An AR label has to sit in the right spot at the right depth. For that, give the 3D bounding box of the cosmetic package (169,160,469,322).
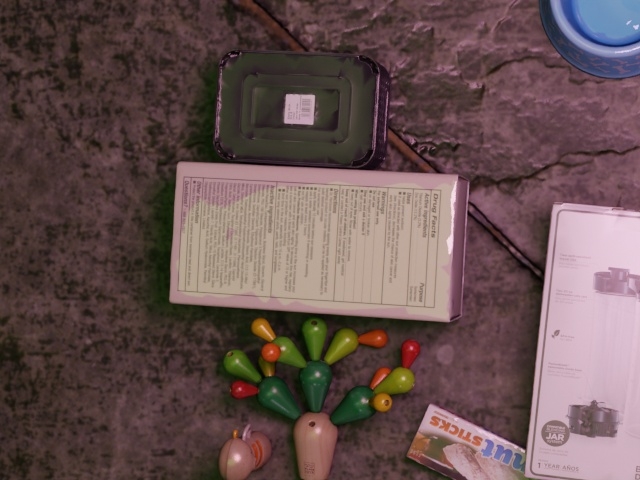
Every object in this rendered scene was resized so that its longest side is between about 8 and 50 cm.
[{"bbox_3d":[0.000,0.000,1.795,0.309,0.113,0.160,4,91,11],"label":"cosmetic package"}]

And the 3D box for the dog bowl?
[{"bbox_3d":[0.362,-0.302,1.742,0.297,0.074,0.166,-41,82,8],"label":"dog bowl"}]

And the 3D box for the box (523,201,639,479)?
[{"bbox_3d":[0.311,0.112,1.730,0.169,0.087,0.290,5,87,10],"label":"box"}]

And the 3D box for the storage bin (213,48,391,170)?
[{"bbox_3d":[-0.019,-0.142,1.815,0.180,0.084,0.122,4,90,13],"label":"storage bin"}]

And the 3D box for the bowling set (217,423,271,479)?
[{"bbox_3d":[-0.040,0.352,1.779,0.199,0.154,0.287,10,92,12],"label":"bowling set"}]

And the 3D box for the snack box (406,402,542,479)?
[{"bbox_3d":[0.187,0.244,1.799,0.178,0.022,0.064,25,93,11],"label":"snack box"}]

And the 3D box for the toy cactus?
[{"bbox_3d":[-0.002,0.175,1.809,0.218,0.112,0.181,2,100,3],"label":"toy cactus"}]
